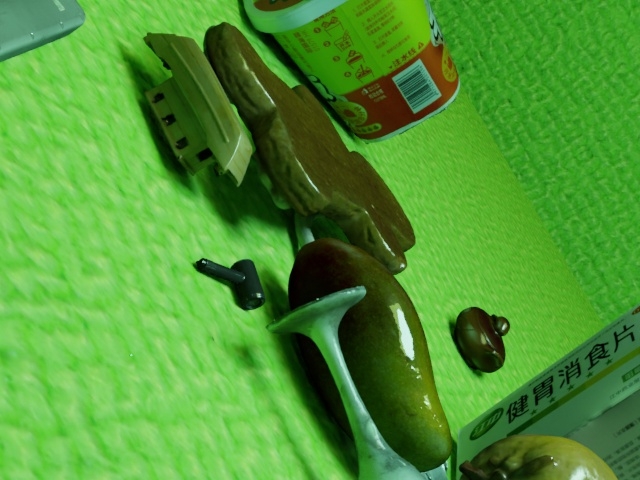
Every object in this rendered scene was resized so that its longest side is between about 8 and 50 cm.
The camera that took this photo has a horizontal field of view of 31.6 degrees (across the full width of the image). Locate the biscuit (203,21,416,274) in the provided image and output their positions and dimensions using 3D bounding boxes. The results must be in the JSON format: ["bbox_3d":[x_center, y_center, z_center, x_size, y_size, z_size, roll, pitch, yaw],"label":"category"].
[{"bbox_3d":[0.004,-0.074,1.354,0.283,0.064,0.432,62,14,24],"label":"biscuit"}]

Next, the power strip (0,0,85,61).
[{"bbox_3d":[-0.265,-0.201,1.007,0.060,0.027,0.252,53,18,-9],"label":"power strip"}]

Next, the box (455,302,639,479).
[{"bbox_3d":[0.314,0.232,1.309,0.145,0.333,0.173,46,22,-11],"label":"box"}]

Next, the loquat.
[{"bbox_3d":[0.224,0.308,1.136,0.238,0.193,0.238,-12,90,-67],"label":"loquat"}]

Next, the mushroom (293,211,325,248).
[{"bbox_3d":[-0.003,0.001,1.352,0.306,0.043,0.068,-95,166,-59],"label":"mushroom"}]

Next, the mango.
[{"bbox_3d":[0.046,0.108,1.126,0.111,0.133,0.267,4,52,-53],"label":"mango"}]

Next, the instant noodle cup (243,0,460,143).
[{"bbox_3d":[0.063,-0.336,1.784,0.308,0.294,0.294,53,16,-37],"label":"instant noodle cup"}]

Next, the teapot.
[{"bbox_3d":[0.251,0.146,1.700,0.098,0.078,0.129,50,19,-20],"label":"teapot"}]

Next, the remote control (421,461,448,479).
[{"bbox_3d":[0.081,0.186,1.227,0.104,0.052,0.247,36,30,-49],"label":"remote control"}]

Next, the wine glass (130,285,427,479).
[{"bbox_3d":[-0.011,0.216,0.952,0.264,0.096,0.309,-14,77,-38],"label":"wine glass"}]

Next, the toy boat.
[{"bbox_3d":[-0.135,-0.137,1.164,0.200,0.077,0.057,62,5,26],"label":"toy boat"}]

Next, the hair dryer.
[{"bbox_3d":[-0.087,0.034,1.082,0.083,0.026,0.047,30,31,-49],"label":"hair dryer"}]
